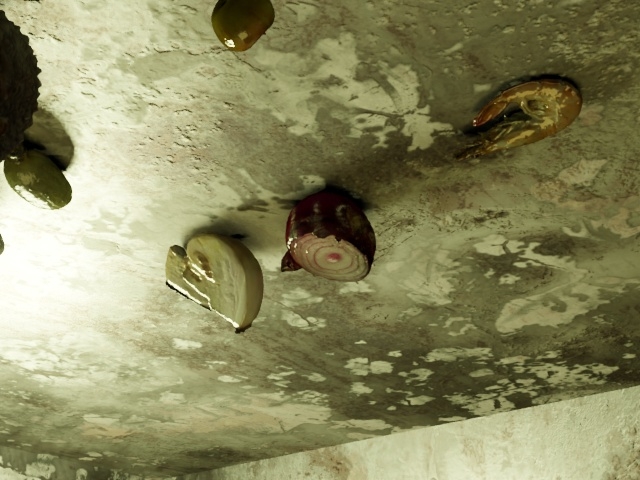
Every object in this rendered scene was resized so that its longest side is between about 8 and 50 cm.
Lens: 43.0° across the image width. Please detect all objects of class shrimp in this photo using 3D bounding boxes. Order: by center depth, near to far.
[{"bbox_3d":[0.317,-0.198,1.350,0.236,0.053,0.133,-23,147,29],"label":"shrimp"}]

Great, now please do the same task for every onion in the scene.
[{"bbox_3d":[0.000,0.000,1.624,0.195,0.139,0.218,26,142,-34],"label":"onion"}]

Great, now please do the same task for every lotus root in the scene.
[{"bbox_3d":[-0.517,-0.113,1.467,0.090,0.077,0.183,-5,153,8],"label":"lotus root"}]

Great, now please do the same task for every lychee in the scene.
[{"bbox_3d":[-0.526,-0.213,1.096,0.300,0.300,0.300,0,152,0],"label":"lychee"}]

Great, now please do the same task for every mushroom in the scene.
[{"bbox_3d":[-0.200,0.053,1.755,0.236,0.173,0.162,29,-156,21],"label":"mushroom"}]

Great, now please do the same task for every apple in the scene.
[{"bbox_3d":[-0.106,-0.303,1.111,0.074,0.089,0.090,35,137,-29],"label":"apple"}]

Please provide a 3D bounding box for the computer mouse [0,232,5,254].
[{"bbox_3d":[-0.744,-0.040,1.564,0.184,0.121,0.297,-3,165,18],"label":"computer mouse"}]
